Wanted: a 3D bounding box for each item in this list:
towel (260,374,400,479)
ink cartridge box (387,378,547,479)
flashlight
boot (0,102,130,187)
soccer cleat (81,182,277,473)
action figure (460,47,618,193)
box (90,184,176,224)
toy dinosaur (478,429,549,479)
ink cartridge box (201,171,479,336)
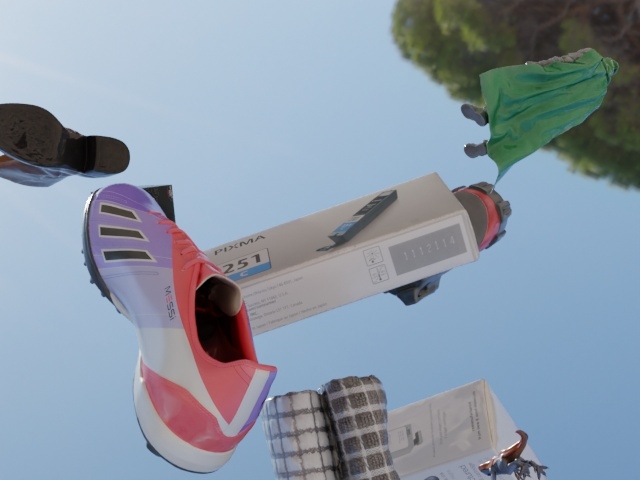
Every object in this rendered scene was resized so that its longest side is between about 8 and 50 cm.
[{"bbox_3d":[0.027,0.255,0.996,0.121,0.284,0.235,-14,-101,-4],"label":"towel"},{"bbox_3d":[0.131,0.323,1.337,0.207,0.283,0.117,53,-156,-33],"label":"ink cartridge box"},{"bbox_3d":[0.167,-0.008,1.419,0.103,0.103,0.304,26,-156,24],"label":"flashlight"},{"bbox_3d":[-0.500,-0.154,1.730,0.264,0.096,0.280,5,174,-44],"label":"boot"},{"bbox_3d":[-0.120,0.042,0.876,0.108,0.116,0.318,19,-149,-38],"label":"soccer cleat"},{"bbox_3d":[0.256,-0.160,1.158,0.232,0.137,0.063,-26,-144,-30],"label":"action figure"},{"bbox_3d":[-0.192,-0.025,1.065,0.052,0.062,0.083,-2,-175,20],"label":"box"},{"bbox_3d":[0.186,0.220,1.023,0.047,0.090,0.082,-7,-173,-32],"label":"toy dinosaur"},{"bbox_3d":[0.000,0.000,1.146,0.296,0.066,0.261,-19,-160,0],"label":"ink cartridge box"}]
